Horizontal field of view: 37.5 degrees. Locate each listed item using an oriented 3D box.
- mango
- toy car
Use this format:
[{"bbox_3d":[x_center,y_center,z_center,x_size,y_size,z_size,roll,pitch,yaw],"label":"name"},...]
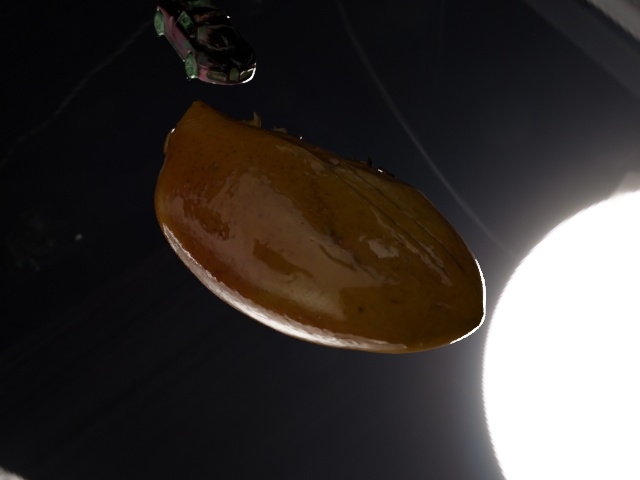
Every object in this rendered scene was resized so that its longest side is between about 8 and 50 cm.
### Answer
[{"bbox_3d":[0.000,0.000,0.664,0.252,0.154,0.126,28,-65,15],"label":"mango"},{"bbox_3d":[-0.114,-0.205,0.939,0.142,0.069,0.055,54,-39,38],"label":"toy car"}]
